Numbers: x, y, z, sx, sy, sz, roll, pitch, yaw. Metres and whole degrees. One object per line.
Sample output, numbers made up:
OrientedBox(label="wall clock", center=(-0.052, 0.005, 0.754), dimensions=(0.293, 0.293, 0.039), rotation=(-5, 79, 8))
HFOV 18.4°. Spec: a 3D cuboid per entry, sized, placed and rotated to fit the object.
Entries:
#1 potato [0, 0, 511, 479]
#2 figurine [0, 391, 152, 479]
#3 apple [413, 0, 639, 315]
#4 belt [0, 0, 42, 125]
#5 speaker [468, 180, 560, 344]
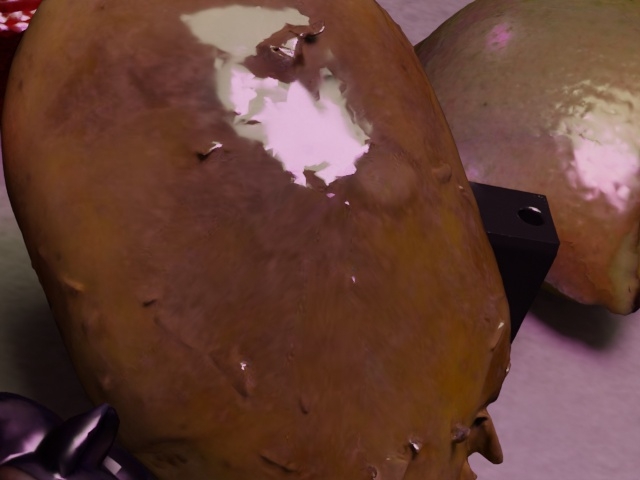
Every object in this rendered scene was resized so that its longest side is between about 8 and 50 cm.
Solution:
OrientedBox(label="potato", center=(-0.019, 0.011, 0.826), dimensions=(0.191, 0.141, 0.296), rotation=(-19, 86, -21))
OrientedBox(label="figurine", center=(-0.201, 0.062, 0.682), dimensions=(0.306, 0.241, 0.412), rotation=(-25, 66, -34))
OrientedBox(label="apple", center=(0.124, -0.082, 1.100), dimensions=(0.193, 0.120, 0.265), rotation=(17, 33, 13))
OrientedBox(label="belt", center=(-0.173, -0.129, 1.001), dimensions=(0.201, 0.124, 0.128), rotation=(-17, 71, -35))
OrientedBox(label="speaker", center=(0.000, 0.000, 0.956), dimensions=(0.218, 0.082, 0.044), rotation=(9, 38, -16))
